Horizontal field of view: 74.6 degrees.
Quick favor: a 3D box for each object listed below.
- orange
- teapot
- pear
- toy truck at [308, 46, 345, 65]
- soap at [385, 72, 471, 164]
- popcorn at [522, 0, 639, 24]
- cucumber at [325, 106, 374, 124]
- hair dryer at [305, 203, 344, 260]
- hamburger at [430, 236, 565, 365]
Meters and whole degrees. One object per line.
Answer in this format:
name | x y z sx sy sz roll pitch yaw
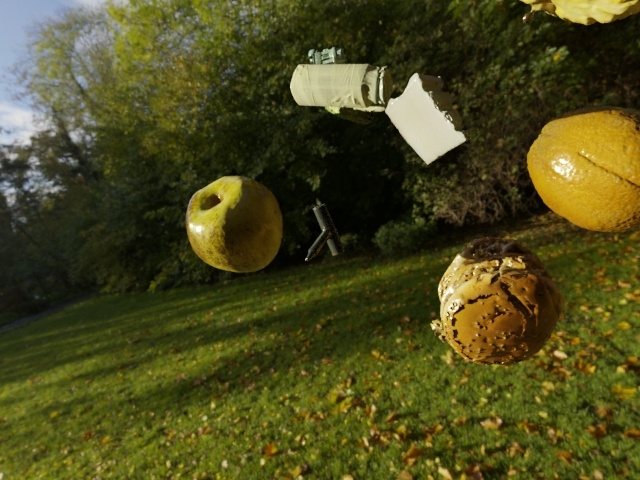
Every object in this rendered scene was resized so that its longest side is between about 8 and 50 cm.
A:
orange | 0.753 -0.195 1.132 0.357 0.322 0.322 35 28 21
teapot | 0.049 -0.309 0.874 0.201 0.077 0.107 11 -22 24
pear | -0.167 -0.026 0.852 0.198 0.197 0.197 -13 6 1
toy truck | 0.035 -0.685 1.699 0.140 0.107 0.257 -8 -7 7
soap | 0.367 -0.391 1.349 0.159 0.257 0.302 -42 -5 35
popcorn | 0.513 -0.599 0.763 0.349 0.381 0.349 26 14 -7
cucumber | 0.080 -0.332 1.075 0.058 0.058 0.187 -10 -1 33
hair dryer | -0.008 -0.011 1.330 0.050 0.173 0.195 -19 9 35
hamburger | 0.358 0.136 0.877 0.261 0.245 0.211 -21 18 15
